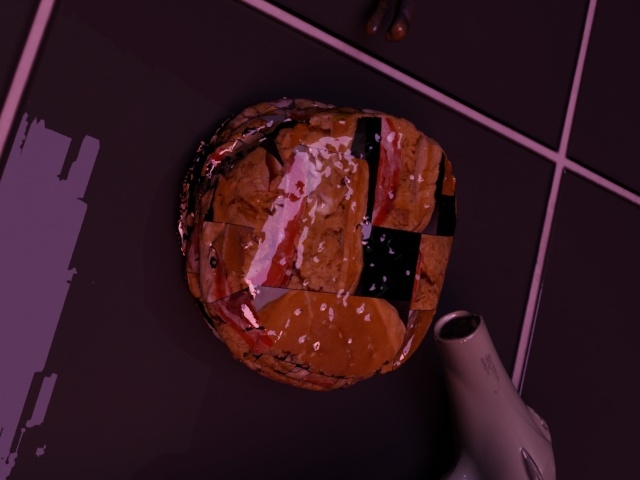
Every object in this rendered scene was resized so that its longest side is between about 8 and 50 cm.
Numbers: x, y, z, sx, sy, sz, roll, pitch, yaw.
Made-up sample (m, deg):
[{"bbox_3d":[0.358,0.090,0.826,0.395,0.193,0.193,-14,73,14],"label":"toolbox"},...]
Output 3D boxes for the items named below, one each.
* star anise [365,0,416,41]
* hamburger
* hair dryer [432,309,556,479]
[{"bbox_3d":[0.022,-0.327,0.742,0.237,0.148,0.346,-20,100,-9],"label":"star anise"},{"bbox_3d":[0.000,0.000,0.721,0.231,0.107,0.230,-3,95,-34],"label":"hamburger"},{"bbox_3d":[0.097,0.165,0.764,0.225,0.088,0.218,-12,111,-26],"label":"hair dryer"}]
